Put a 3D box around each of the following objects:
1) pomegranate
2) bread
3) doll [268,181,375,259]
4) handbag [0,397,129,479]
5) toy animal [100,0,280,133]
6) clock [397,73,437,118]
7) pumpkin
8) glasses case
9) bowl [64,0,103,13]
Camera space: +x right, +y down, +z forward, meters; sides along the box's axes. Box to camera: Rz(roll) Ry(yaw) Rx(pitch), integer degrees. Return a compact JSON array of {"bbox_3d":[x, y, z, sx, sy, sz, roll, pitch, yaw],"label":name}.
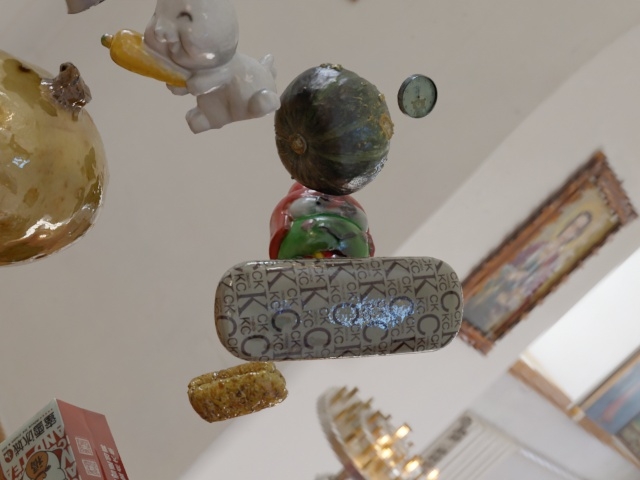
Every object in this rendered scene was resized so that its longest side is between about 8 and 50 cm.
[{"bbox_3d":[-0.408,-0.095,1.072,0.307,0.307,0.307,43,9,-9],"label":"pomegranate"},{"bbox_3d":[-0.179,0.328,1.929,0.083,0.211,0.114,-92,158,-52],"label":"bread"},{"bbox_3d":[0.000,0.000,1.513,0.182,0.160,0.363,10,44,-16],"label":"doll"},{"bbox_3d":[-0.442,0.451,1.573,0.151,0.171,0.298,38,16,-53],"label":"handbag"},{"bbox_3d":[-0.108,-0.193,0.777,0.127,0.131,0.182,-48,124,-42],"label":"toy animal"},{"bbox_3d":[0.183,-0.271,1.665,0.085,0.085,0.017,38,-2,-35],"label":"clock"},{"bbox_3d":[0.017,-0.158,1.279,0.190,0.146,0.190,33,-33,24],"label":"pumpkin"},{"bbox_3d":[0.031,0.091,1.199,0.354,0.137,0.085,0,2,-20],"label":"glasses case"},{"bbox_3d":[-0.267,-0.374,1.098,0.086,0.189,0.189,54,3,-31],"label":"bowl"}]
